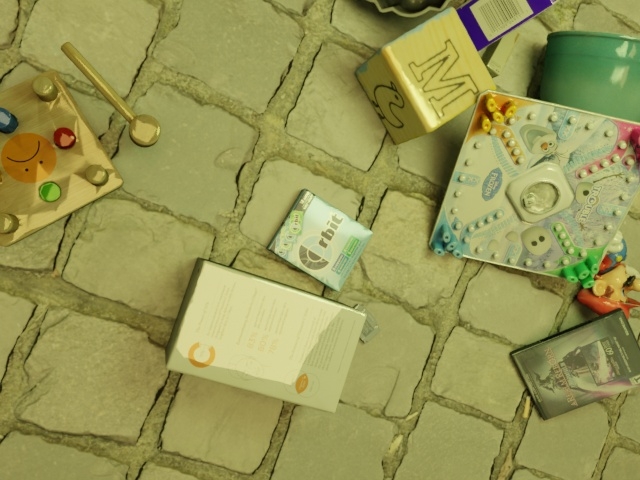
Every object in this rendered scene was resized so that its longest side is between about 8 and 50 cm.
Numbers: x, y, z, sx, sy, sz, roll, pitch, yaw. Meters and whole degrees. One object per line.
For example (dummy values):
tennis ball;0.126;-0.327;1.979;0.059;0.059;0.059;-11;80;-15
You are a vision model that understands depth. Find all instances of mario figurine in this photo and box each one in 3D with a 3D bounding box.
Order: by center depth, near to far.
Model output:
mario figurine;0.728;0.042;1.430;0.198;0.170;0.320;-5;91;-17

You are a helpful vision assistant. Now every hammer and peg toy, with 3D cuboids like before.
hammer and peg toy;-0.503;-0.187;1.116;0.361;0.127;0.265;-32;97;-12

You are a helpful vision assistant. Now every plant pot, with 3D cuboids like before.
plant pot;0.630;-0.325;1.360;0.272;0.271;0.255;8;103;-15

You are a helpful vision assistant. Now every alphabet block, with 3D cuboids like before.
alphabet block;0.222;-0.348;1.276;0.193;0.192;0.197;-33;98;-10

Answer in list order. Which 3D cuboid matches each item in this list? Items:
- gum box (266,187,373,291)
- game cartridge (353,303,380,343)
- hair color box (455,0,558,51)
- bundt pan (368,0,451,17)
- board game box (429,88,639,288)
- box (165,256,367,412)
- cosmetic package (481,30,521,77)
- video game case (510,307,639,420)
gum box;0.000;0.000;1.297;0.184;0.041;0.157;33;83;-12
game cartridge;0.096;0.187;1.340;0.056;0.017;0.083;-39;100;-8
hair color box;0.452;-0.539;1.266;0.339;0.185;0.110;-38;100;-41
bundt pan;0.207;-0.640;1.246;0.331;0.124;0.330;4;106;16
board game box;0.476;-0.093;1.270;0.390;0.050;0.389;13;121;0
box;-0.116;0.188;1.204;0.346;0.168;0.214;20;86;-15
cosmetic package;0.419;-0.442;1.393;0.041;0.060;0.115;32;84;-15
video game case;0.629;0.302;1.421;0.274;0.026;0.196;-26;99;12
